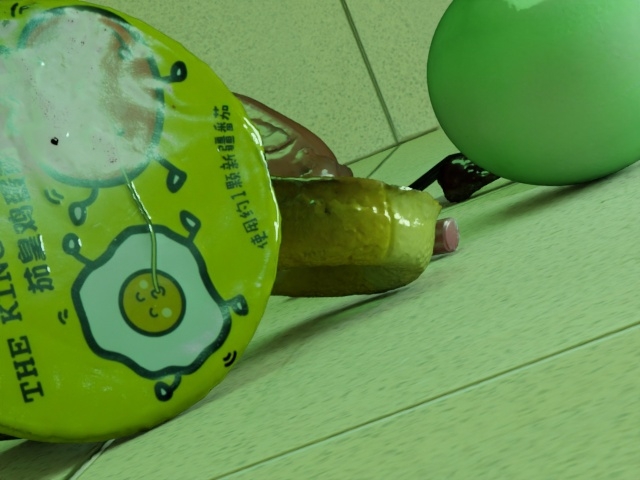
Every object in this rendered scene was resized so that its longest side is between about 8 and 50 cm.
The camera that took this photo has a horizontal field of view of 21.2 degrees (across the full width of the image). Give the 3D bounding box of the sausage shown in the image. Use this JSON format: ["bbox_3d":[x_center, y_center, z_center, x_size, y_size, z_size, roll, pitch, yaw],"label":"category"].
[{"bbox_3d":[-0.074,-0.090,2.162,0.152,0.152,0.279,-25,42,-37],"label":"sausage"}]

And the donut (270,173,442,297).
[{"bbox_3d":[0.000,0.000,1.355,0.190,0.075,0.174,3,-16,4],"label":"donut"}]

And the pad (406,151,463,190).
[{"bbox_3d":[0.117,-0.065,2.009,0.127,0.004,0.190,-38,-6,14],"label":"pad"}]

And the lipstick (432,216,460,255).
[{"bbox_3d":[0.041,0.006,1.553,0.053,0.053,0.234,-26,7,-40],"label":"lipstick"}]

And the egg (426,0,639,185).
[{"bbox_3d":[0.225,-0.162,1.581,0.269,0.220,0.220,-10,11,47],"label":"egg"}]

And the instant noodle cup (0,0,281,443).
[{"bbox_3d":[-0.222,0.012,1.283,0.325,0.326,0.254,-24,-5,-28],"label":"instant noodle cup"}]

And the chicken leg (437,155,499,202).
[{"bbox_3d":[0.258,-0.113,1.829,0.177,0.083,0.322,-44,16,-23],"label":"chicken leg"}]
